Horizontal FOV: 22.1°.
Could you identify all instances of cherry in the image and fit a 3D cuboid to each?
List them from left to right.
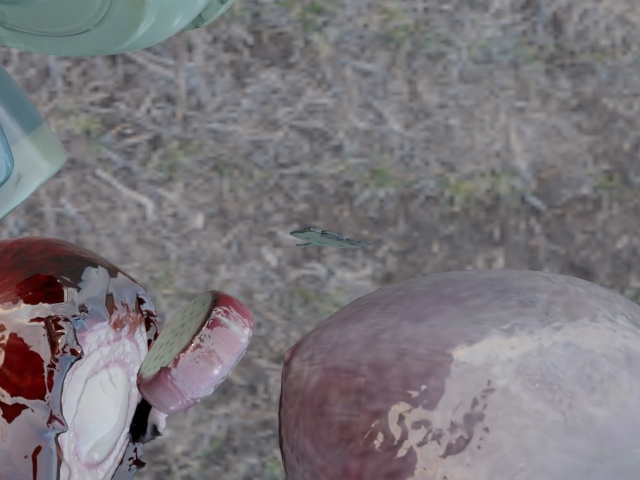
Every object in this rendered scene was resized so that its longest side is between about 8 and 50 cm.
[{"bbox_3d":[0.101,0.117,0.856,0.266,0.183,0.213,31,49,0],"label":"cherry"}]

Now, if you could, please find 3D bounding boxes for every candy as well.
[{"bbox_3d":[-0.095,0.083,1.226,0.043,0.103,0.103,43,62,-17],"label":"candy"}]

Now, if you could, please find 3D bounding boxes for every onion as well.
[{"bbox_3d":[-0.317,0.161,1.655,0.341,0.341,0.341,-2,93,-44],"label":"onion"}]

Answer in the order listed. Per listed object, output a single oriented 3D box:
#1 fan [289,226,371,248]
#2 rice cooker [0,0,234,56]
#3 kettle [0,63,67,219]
[{"bbox_3d":[0.000,0.000,1.187,0.056,0.083,0.004,13,80,-25],"label":"fan"},{"bbox_3d":[-0.098,-0.209,0.658,0.226,0.226,0.244,42,59,-37],"label":"rice cooker"},{"bbox_3d":[-0.358,-0.136,1.169,0.247,0.319,0.342,-44,105,-40],"label":"kettle"}]
